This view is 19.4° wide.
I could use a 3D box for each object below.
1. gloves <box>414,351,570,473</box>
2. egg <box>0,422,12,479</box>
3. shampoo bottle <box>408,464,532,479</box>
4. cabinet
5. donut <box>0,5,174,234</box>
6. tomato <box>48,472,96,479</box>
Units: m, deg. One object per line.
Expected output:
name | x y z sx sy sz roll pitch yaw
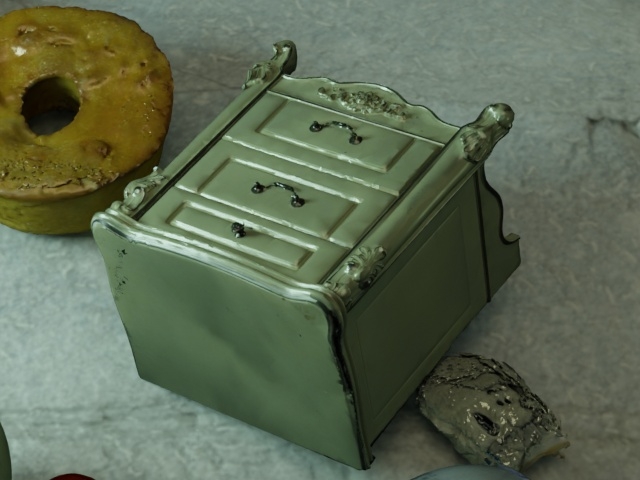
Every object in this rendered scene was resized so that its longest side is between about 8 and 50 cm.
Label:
gloves | 0.168 0.164 1.837 0.114 0.070 0.153 -30 53 -23
egg | -0.369 0.226 1.707 0.183 0.183 0.217 21 46 15
shampoo bottle | 0.105 0.342 1.566 0.266 0.273 0.273 -32 58 -12
cabinet | 0.000 0.000 1.835 0.290 0.227 0.318 20 51 31
donut | -0.287 -0.122 2.033 0.278 0.108 0.277 1 52 -1
tomato | -0.230 0.257 1.751 0.087 0.075 0.087 -2 51 2
